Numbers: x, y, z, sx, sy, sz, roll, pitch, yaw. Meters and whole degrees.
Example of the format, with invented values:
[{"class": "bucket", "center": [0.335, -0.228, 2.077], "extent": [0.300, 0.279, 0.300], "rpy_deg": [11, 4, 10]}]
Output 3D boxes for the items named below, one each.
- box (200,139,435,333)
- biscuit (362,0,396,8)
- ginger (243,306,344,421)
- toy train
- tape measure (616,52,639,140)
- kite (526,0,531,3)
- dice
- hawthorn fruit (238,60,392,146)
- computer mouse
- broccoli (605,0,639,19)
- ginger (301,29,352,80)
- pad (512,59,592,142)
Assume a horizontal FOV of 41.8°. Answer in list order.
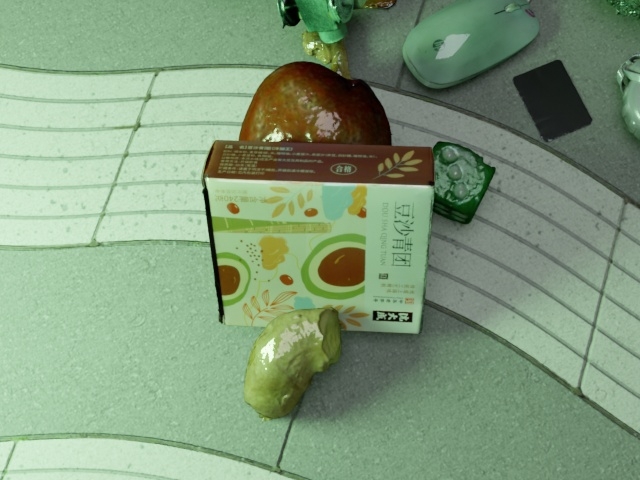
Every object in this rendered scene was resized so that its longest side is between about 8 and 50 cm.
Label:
[{"class": "box", "center": [0.000, 0.000, 1.505], "extent": [0.385, 0.344, 0.122], "rpy_deg": [2, 40, 4]}, {"class": "biscuit", "center": [0.049, -0.607, 1.813], "extent": [0.237, 0.013, 0.232], "rpy_deg": [2, 77, 5]}, {"class": "ginger", "center": [-0.061, 0.224, 1.528], "extent": [0.152, 0.138, 0.267], "rpy_deg": [36, 113, -15]}, {"class": "toy train", "center": [-0.014, -0.588, 1.604], "extent": [0.160, 0.397, 0.253], "rpy_deg": [3, 46, 31]}, {"class": "tape measure", "center": [0.698, -0.268, 1.642], "extent": [0.236, 0.120, 0.197], "rpy_deg": [8, 79, 10]}, {"class": "kite", "center": [0.372, -0.555, 1.783], "extent": [0.250, 0.012, 0.229], "rpy_deg": [-12, 75, 2]}, {"class": "dice", "center": [0.257, -0.111, 1.623], "extent": [0.128, 0.131, 0.120], "rpy_deg": [26, 82, 8]}, {"class": "hawthorn fruit", "center": [-0.020, -0.193, 1.598], "extent": [0.311, 0.295, 0.295], "rpy_deg": [-28, 75, 21]}, {"class": "computer mouse", "center": [0.305, -0.420, 1.708], "extent": [0.288, 0.097, 0.159], "rpy_deg": [-30, 76, -1]}, {"class": "broccoli", "center": [0.683, -0.622, 1.674], "extent": [0.353, 0.275, 0.397], "rpy_deg": [9, 81, -40]}, {"class": "ginger", "center": [0.012, -0.390, 1.735], "extent": [0.096, 0.067, 0.165], "rpy_deg": [-6, 75, -21]}, {"class": "pad", "center": [0.474, -0.286, 1.716], "extent": [0.112, 0.003, 0.157], "rpy_deg": [-22, 76, -1]}]
